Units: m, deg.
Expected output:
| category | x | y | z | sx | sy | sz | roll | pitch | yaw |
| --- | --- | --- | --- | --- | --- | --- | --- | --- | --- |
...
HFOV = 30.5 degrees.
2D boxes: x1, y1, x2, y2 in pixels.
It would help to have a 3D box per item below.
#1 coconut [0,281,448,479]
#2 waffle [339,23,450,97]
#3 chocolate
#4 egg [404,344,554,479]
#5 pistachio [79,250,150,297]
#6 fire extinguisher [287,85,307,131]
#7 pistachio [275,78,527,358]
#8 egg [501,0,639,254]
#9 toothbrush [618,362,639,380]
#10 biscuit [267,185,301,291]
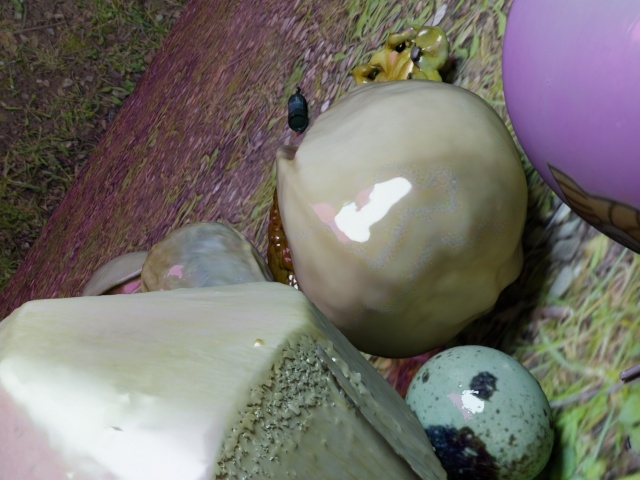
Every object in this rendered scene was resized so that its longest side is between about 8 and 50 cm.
| category | x | y | z | sx | sy | sz | roll | pitch | yaw |
| --- | --- | --- | --- | --- | --- | --- | --- | --- | --- |
| coconut | -0.087 | 0.182 | 0.684 | 0.352 | 0.352 | 0.352 | -51 | 21 | 29 |
| waffle | 0.042 | -0.091 | 1.174 | 0.280 | 0.060 | 0.262 | -38 | 30 | 51 |
| chocolate | -0.073 | 0.083 | 1.056 | 0.134 | 0.134 | 0.309 | -56 | 36 | 17 |
| egg | 0.097 | 0.109 | 0.710 | 0.085 | 0.085 | 0.110 | -58 | 29 | 10 |
| pistachio | -0.196 | 0.076 | 1.269 | 0.215 | 0.144 | 0.144 | -36 | 31 | 60 |
| fire extinguisher | -0.031 | -0.169 | 1.531 | 0.083 | 0.025 | 0.038 | -93 | 13 | -57 |
| pistachio | 0.054 | -0.030 | 0.863 | 0.187 | 0.187 | 0.299 | -56 | 15 | 17 |
| egg | 0.194 | -0.078 | 0.541 | 0.196 | 0.196 | 0.271 | -61 | 13 | 1 |
| toothbrush | 0.196 | 0.057 | 0.640 | 0.097 | 0.008 | 0.006 | -42 | 13 | 47 |
| biscuit | -0.001 | 0.000 | 1.084 | 0.188 | 0.027 | 0.188 | -3 | 87 | 59 |
